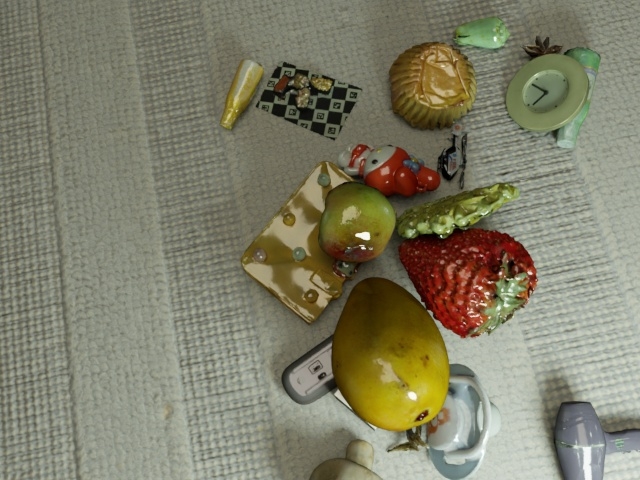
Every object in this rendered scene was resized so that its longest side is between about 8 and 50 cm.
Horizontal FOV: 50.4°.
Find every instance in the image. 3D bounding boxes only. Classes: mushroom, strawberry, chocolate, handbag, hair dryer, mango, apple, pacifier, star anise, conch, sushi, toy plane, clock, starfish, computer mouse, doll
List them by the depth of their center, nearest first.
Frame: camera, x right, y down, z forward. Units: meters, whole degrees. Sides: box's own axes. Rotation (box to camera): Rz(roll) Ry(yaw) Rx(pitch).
[{"bbox_3d":[0.073,0.603,1.640,0.206,0.209,0.206,2,101,8],"label":"mushroom"},{"bbox_3d":[0.752,0.538,1.644,0.361,0.121,0.301,-3,80,-2],"label":"hair dryer"},{"bbox_3d":[0.165,0.258,1.646,0.300,0.232,0.446,25,29,-17],"label":"mango"},{"bbox_3d":[0.371,0.447,1.675,0.207,0.227,0.279,14,69,-33],"label":"pacifier"},{"bbox_3d":[0.222,0.502,1.705,0.041,0.130,0.133,31,30,-20],"label":"starfish"},{"bbox_3d":[0.094,-0.043,1.739,0.188,0.174,0.207,14,93,-2],"label":"apple"},{"bbox_3d":[0.365,0.080,1.756,0.312,0.267,0.351,-24,38,-31],"label":"strawberry"},{"bbox_3d":[0.008,0.332,1.779,0.232,0.057,0.120,-36,73,-5],"label":"computer mouse"},{"bbox_3d":[0.000,0.000,1.857,0.283,0.133,0.401,39,76,6],"label":"handbag"},{"bbox_3d":[0.190,-0.194,1.896,0.290,0.130,0.161,24,50,26],"label":"doll"},{"bbox_3d":[0.645,-0.420,1.936,0.235,0.029,0.235,-13,67,32],"label":"clock"},{"bbox_3d":[0.381,-0.246,1.946,0.078,0.053,0.197,10,74,-1],"label":"toy plane"},{"bbox_3d":[0.726,-0.404,1.947,0.110,0.110,0.291,13,76,8],"label":"chocolate"},{"bbox_3d":[0.672,-0.555,2.022,0.129,0.056,0.124,-29,97,-10],"label":"star anise"},{"bbox_3d":[-0.039,-0.438,2.039,0.279,0.043,0.192,24,75,11],"label":"sushi"},{"bbox_3d":[-0.244,-0.434,2.041,0.085,0.085,0.219,21,79,10],"label":"chocolate"},{"bbox_3d":[0.487,-0.633,2.053,0.170,0.079,0.106,6,57,13],"label":"conch"}]

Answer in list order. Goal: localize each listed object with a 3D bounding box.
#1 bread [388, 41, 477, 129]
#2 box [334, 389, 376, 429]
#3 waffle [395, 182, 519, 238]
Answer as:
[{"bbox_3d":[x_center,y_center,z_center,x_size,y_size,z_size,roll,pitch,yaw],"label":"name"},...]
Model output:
[{"bbox_3d":[0.330,-0.462,1.968,0.274,0.149,0.274,0,76,-1],"label":"bread"},{"bbox_3d":[0.101,0.416,1.706,0.129,0.130,0.051,38,79,15],"label":"box"},{"bbox_3d":[0.347,-0.083,1.771,0.317,0.297,0.073,-25,100,-13],"label":"waffle"}]
